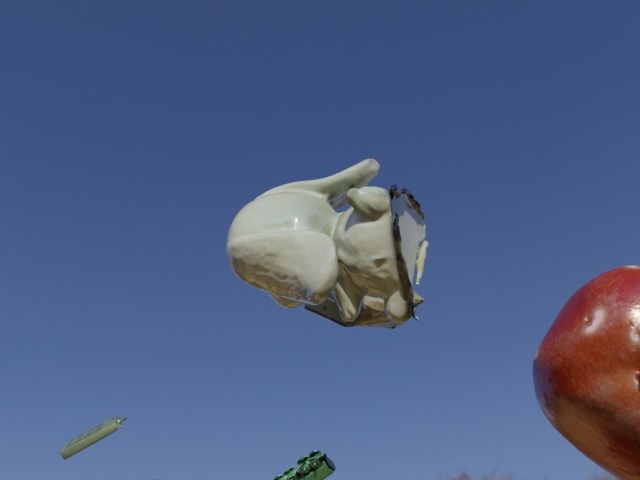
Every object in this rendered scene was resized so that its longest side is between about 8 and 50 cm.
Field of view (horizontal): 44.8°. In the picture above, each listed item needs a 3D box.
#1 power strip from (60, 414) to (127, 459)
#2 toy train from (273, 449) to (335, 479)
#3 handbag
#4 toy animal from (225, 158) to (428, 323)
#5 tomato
[{"bbox_3d":[-0.423,0.364,1.453,0.136,0.051,0.019,-29,-82,-2],"label":"power strip"},{"bbox_3d":[-0.038,0.520,1.718,0.148,0.038,0.071,-36,-64,8],"label":"toy train"},{"bbox_3d":[0.073,0.102,1.261,0.173,0.117,0.095,1,-76,-40],"label":"handbag"},{"bbox_3d":[0.011,0.006,1.064,0.289,0.249,0.174,-19,-57,3],"label":"toy animal"},{"bbox_3d":[0.495,0.210,1.165,0.325,0.293,0.290,31,-10,3],"label":"tomato"}]
